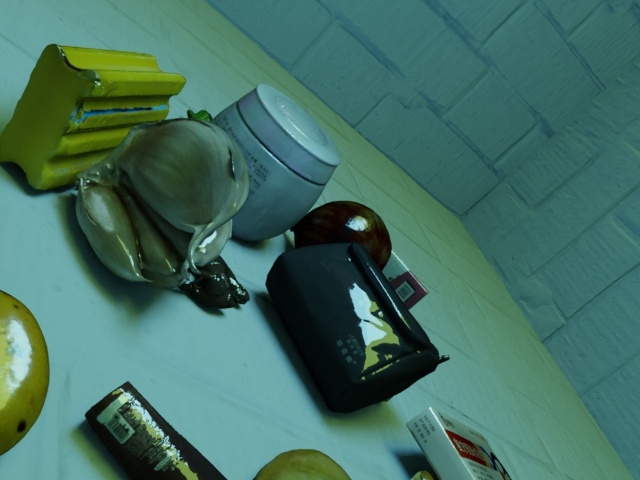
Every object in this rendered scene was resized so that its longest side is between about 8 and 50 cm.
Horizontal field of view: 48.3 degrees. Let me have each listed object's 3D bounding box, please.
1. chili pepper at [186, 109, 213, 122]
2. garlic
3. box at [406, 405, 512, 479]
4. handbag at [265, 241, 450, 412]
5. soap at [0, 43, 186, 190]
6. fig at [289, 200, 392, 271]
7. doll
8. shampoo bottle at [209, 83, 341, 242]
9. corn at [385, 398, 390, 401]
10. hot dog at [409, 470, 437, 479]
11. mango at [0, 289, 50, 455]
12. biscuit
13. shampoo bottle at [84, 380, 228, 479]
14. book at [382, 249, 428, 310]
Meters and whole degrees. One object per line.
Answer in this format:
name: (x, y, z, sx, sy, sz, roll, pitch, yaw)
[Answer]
chili pepper: (-0.232, -0.217, 1.682, 0.257, 0.074, 0.100, 51, 14, 1)
garlic: (-0.224, -0.055, 1.038, 0.292, 0.210, 0.237, 38, 42, 23)
box: (0.296, 0.446, 1.344, 0.214, 0.069, 0.353, 58, 9, 34)
handbag: (0.081, 0.130, 1.301, 0.274, 0.178, 0.302, -14, 56, -30)
soap: (-0.350, -0.197, 1.122, 0.096, 0.204, 0.324, 36, 15, 3)
fig: (0.000, 0.000, 1.620, 0.320, 0.217, 0.217, 22, -4, 43)
doll: (-0.177, 0.065, 1.189, 0.165, 0.057, 0.139, 42, 14, -31)
shampoo bottle: (-0.118, -0.157, 1.468, 0.273, 0.266, 0.273, 42, 19, -17)
corn: (0.079, 0.227, 1.405, 0.203, 0.072, 0.072, 50, 17, 10)
hot dog: (0.207, 0.490, 1.117, 0.083, 0.068, 0.289, 63, -1, -39)
mango: (-0.312, 0.123, 0.668, 0.115, 0.090, 0.178, 14, 38, -44)
biscuit: (-0.026, 0.352, 0.910, 0.154, 0.045, 0.299, 43, 17, -6)
shampoo bottle: (-0.154, 0.257, 0.774, 0.236, 0.068, 0.067, 48, 15, 3)
book: (0.121, 0.085, 1.666, 0.232, 0.162, 0.022, 51, 22, 14)
